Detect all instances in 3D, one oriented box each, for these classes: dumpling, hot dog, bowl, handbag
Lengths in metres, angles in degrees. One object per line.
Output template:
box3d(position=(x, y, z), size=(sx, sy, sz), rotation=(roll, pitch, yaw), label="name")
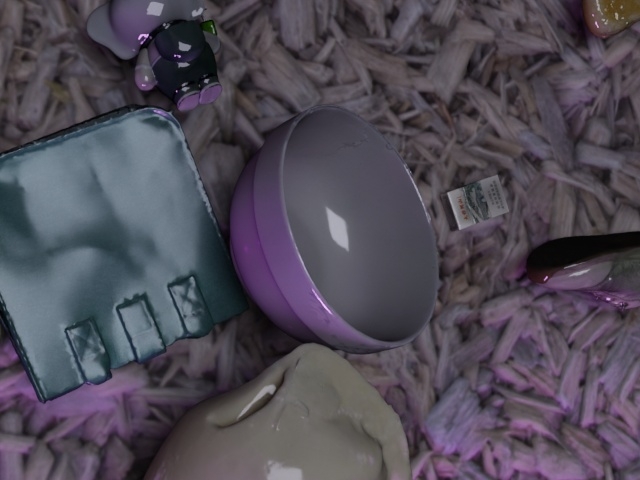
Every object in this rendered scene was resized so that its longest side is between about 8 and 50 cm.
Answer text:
box3d(position=(-0.049, 0.318, 1.137), size=(0.316, 0.233, 0.395), rotation=(37, 94, -22), label="dumpling")
box3d(position=(0.454, -0.360, 1.470), size=(0.243, 0.073, 0.084), rotation=(-31, 102, -24), label="hot dog")
box3d(position=(0.000, 0.000, 1.187), size=(0.287, 0.144, 0.286), rotation=(27, 53, -43), label="bowl")
box3d(position=(-0.248, 0.011, 1.145), size=(0.269, 0.100, 0.274), rotation=(-27, 97, -25), label="handbag")

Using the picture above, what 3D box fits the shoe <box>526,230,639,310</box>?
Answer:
box3d(position=(0.401, 0.045, 1.406), size=(0.275, 0.103, 0.098), rotation=(-4, 99, -22), label="shoe")

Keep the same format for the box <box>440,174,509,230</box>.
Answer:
box3d(position=(0.206, -0.050, 1.372), size=(0.083, 0.024, 0.054), rotation=(-20, 95, -22), label="box")

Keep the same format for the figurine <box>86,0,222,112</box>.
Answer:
box3d(position=(-0.183, -0.237, 1.176), size=(0.147, 0.126, 0.192), rotation=(-29, 80, -12), label="figurine")
